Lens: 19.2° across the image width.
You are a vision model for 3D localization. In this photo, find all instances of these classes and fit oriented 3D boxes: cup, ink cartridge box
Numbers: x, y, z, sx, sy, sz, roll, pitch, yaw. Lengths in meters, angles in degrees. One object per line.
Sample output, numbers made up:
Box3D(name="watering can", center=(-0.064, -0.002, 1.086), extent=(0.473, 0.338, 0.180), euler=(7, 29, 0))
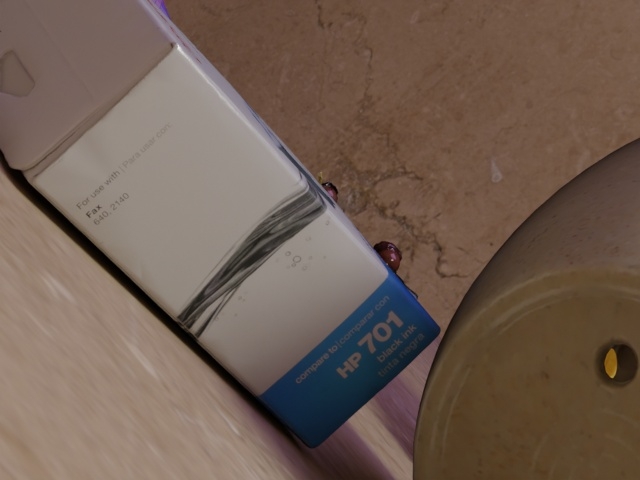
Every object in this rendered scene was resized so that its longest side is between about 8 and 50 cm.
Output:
Box3D(name="cup", center=(0.171, 0.092, 0.803), extent=(0.237, 0.331, 0.331), euler=(1, 42, -53))
Box3D(name="ink cartridge box", center=(-0.053, -0.021, 0.793), extent=(0.191, 0.082, 0.139), euler=(48, 2, -36))

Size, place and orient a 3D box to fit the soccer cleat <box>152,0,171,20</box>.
Box3D(name="soccer cleat", center=(-0.128, -0.120, 1.088), extent=(0.248, 0.083, 0.095), euler=(53, 10, 36))

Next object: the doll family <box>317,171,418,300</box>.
Box3D(name="doll family", center=(0.000, 0.000, 1.407), extent=(0.193, 0.076, 0.111), euler=(52, 19, -35))

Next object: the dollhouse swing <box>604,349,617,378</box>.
Box3D(name="dollhouse swing", center=(0.291, 0.168, 1.248), extent=(0.315, 0.305, 0.347), euler=(49, 2, 27))
